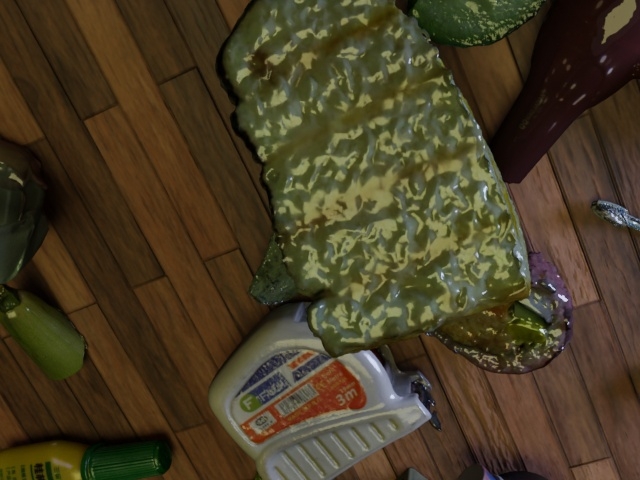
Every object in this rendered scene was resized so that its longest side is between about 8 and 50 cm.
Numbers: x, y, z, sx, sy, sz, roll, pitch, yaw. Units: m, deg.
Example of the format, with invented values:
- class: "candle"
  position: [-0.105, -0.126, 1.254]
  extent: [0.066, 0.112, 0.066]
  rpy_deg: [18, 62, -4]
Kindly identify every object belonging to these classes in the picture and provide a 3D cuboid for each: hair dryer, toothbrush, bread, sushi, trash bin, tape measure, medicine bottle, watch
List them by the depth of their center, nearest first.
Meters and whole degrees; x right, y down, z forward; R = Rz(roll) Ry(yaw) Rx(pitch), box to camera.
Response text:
- class: "hair dryer"
  position: [0.371, -0.131, 0.816]
  extent: [0.340, 0.123, 0.313]
  rpy_deg: [39, 124, 22]
- class: "bread"
  position: [0.066, -0.090, 0.854]
  extent: [0.239, 0.264, 0.395]
  rpy_deg: [-23, 88, 14]
- class: "toothbrush"
  position: [0.479, 0.013, 0.957]
  extent: [0.294, 0.028, 0.026]
  rpy_deg: [22, 115, -5]
- class: "watch"
  position: [-0.489, -0.034, 0.984]
  extent: [0.253, 0.241, 0.162]
  rpy_deg: [17, 115, 3]
- class: "sushi"
  position: [0.210, 0.097, 0.991]
  extent: [0.241, 0.107, 0.161]
  rpy_deg: [-6, 115, 21]
- class: "tape measure"
  position: [-0.005, 0.218, 1.067]
  extent: [0.258, 0.130, 0.265]
  rpy_deg: [-36, 96, 18]
- class: "trash bin"
  position: [0.144, 0.398, 1.128]
  extent: [0.061, 0.092, 0.043]
  rpy_deg: [38, 111, -7]
- class: "medicine bottle"
  position: [-0.388, 0.369, 1.218]
  extent: [0.308, 0.076, 0.111]
  rpy_deg: [-13, 110, 13]

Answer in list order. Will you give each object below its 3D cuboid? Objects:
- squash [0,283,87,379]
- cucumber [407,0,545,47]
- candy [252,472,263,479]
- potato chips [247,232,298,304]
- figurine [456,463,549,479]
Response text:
- class: "squash"
  position: [-0.432, 0.120, 1.128]
  extent: [0.090, 0.075, 0.200]
  rpy_deg: [3, 135, 28]
- class: "cucumber"
  position: [0.182, -0.312, 0.829]
  extent: [0.191, 0.130, 0.191]
  rpy_deg: [7, 117, 13]
- class: "candy"
  position: [-0.121, 0.397, 1.212]
  extent: [0.123, 0.035, 0.035]
  rpy_deg: [-26, 117, 28]
- class: "potato chips"
  position: [0.000, 0.005, 1.014]
  extent: [0.228, 0.059, 0.167]
  rpy_deg: [-20, 112, 9]
- class: "figurine"
  position: [0.297, 0.434, 1.091]
  extent: [0.158, 0.161, 0.276]
  rpy_deg: [-8, 112, 51]
